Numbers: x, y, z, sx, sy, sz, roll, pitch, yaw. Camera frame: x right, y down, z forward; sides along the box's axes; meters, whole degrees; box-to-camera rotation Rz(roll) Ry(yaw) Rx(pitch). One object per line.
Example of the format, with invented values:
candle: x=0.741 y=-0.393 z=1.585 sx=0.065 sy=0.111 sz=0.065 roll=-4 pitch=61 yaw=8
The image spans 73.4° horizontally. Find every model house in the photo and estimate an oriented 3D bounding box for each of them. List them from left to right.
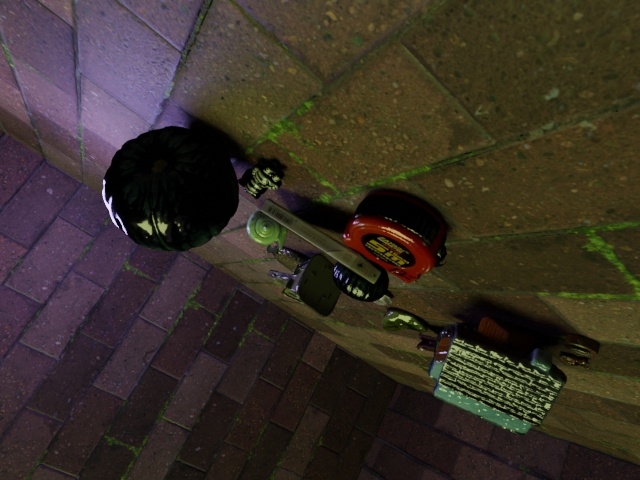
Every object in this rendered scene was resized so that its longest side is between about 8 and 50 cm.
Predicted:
model house: x=-0.077 y=0.172 z=1.778 sx=0.278 sy=0.205 sz=0.218 roll=3 pitch=148 yaw=49
model house: x=0.534 y=0.365 z=1.327 sx=0.360 sy=0.297 sz=0.339 roll=21 pitch=152 yaw=20

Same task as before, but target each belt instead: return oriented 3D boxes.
belt: x=0.729 y=0.291 z=1.197 sx=0.083 sy=0.036 sz=0.059 roll=18 pitch=152 yaw=28

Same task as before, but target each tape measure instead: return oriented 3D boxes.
tape measure: x=0.193 y=-0.010 z=1.066 sx=0.253 sy=0.114 sz=0.260 roll=31 pitch=158 yaw=-4

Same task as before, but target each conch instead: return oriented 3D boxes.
conch: x=-0.184 y=-0.023 z=1.532 sx=0.143 sy=0.137 sz=0.251 roll=26 pitch=161 yaw=7

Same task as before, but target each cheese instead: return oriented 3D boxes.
cheese: x=0.232 y=0.232 z=1.749 sx=0.105 sy=0.042 sz=0.191 roll=32 pitch=162 yaw=-5

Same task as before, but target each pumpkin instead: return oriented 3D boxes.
pumpkin: x=-0.411 y=-0.148 z=1.206 sx=0.363 sy=0.364 sz=0.266 roll=24 pitch=162 yaw=15
pumpkin: x=0.132 y=0.122 z=1.409 sx=0.194 sy=0.194 sz=0.150 roll=10 pitch=115 yaw=44

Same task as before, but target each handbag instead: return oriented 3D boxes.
handbag: x=0.529 y=0.447 z=1.771 sx=0.203 sy=0.074 sz=0.216 roll=20 pitch=167 yaw=-22

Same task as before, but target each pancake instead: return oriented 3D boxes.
pancake: x=-0.096 y=0.111 z=1.928 sx=0.288 sy=0.033 sz=0.286 roll=39 pitch=157 yaw=-29

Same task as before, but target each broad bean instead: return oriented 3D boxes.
broad bean: x=0.359 y=0.349 z=1.853 sx=0.206 sy=0.073 sz=0.153 roll=-7 pitch=145 yaw=41

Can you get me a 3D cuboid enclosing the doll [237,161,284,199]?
doll: x=-0.171 y=-0.175 z=1.234 sx=0.091 sy=0.067 sz=0.219 roll=40 pitch=153 yaw=-21

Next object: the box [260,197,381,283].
box: x=0.000 y=0.001 z=1.297 sx=0.365 sy=0.051 sz=0.204 roll=32 pitch=177 yaw=31

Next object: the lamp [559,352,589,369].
lamp: x=0.790 y=0.376 z=1.340 sx=0.083 sy=0.031 sz=0.063 roll=19 pitch=159 yaw=39
